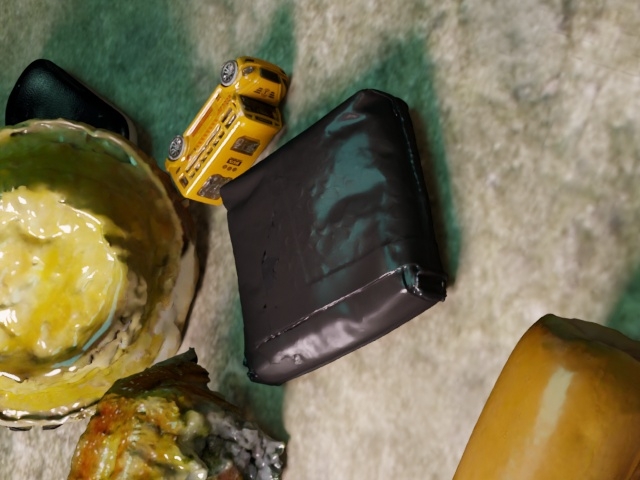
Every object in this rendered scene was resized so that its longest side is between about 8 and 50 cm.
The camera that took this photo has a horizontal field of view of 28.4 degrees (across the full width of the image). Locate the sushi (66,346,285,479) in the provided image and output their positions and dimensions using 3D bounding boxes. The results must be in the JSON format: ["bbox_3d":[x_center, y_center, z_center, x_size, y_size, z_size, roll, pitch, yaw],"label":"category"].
[{"bbox_3d":[-0.140,0.236,1.207,0.139,0.184,0.274,6,77,44],"label":"sushi"}]

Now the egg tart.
[{"bbox_3d":[-0.296,0.036,1.339,0.132,0.345,0.345,-163,90,-86],"label":"egg tart"}]

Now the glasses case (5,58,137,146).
[{"bbox_3d":[-0.320,-0.141,1.605,0.314,0.075,0.122,35,102,48],"label":"glasses case"}]

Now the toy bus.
[{"bbox_3d":[-0.095,-0.117,1.354,0.162,0.069,0.074,-51,46,26],"label":"toy bus"}]

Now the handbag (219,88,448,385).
[{"bbox_3d":[0.000,0.000,1.202,0.247,0.080,0.223,-31,56,38],"label":"handbag"}]

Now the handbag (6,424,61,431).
[{"bbox_3d":[-0.410,0.060,1.579,0.358,0.160,0.236,25,103,48],"label":"handbag"}]

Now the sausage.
[{"bbox_3d":[0.144,0.229,0.947,0.134,0.116,0.354,28,103,38],"label":"sausage"}]
